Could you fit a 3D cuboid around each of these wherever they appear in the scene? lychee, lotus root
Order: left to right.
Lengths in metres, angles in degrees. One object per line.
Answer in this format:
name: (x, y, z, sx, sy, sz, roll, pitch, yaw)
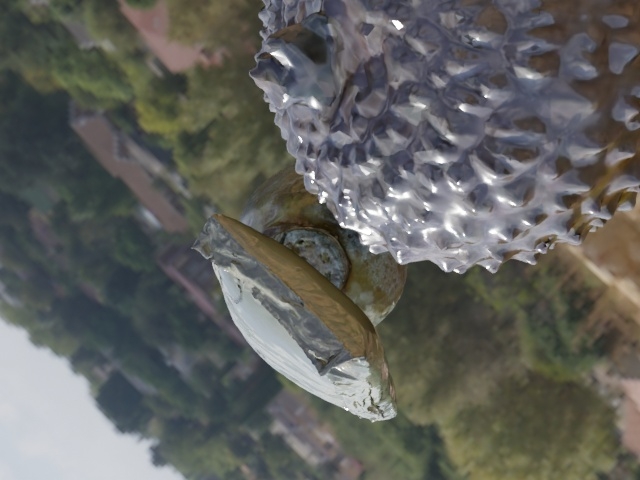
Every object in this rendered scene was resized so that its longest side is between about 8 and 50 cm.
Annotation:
lotus root: (0.003, 0.000, 1.357, 0.175, 0.175, 0.349, 47, -171, -11)
lychee: (0.142, -0.166, 1.084, 0.380, 0.432, 0.380, 36, 132, 55)

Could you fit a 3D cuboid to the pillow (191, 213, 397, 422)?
pillow: (-0.008, 0.052, 0.773, 0.119, 0.053, 0.208, 36, 172, 13)
